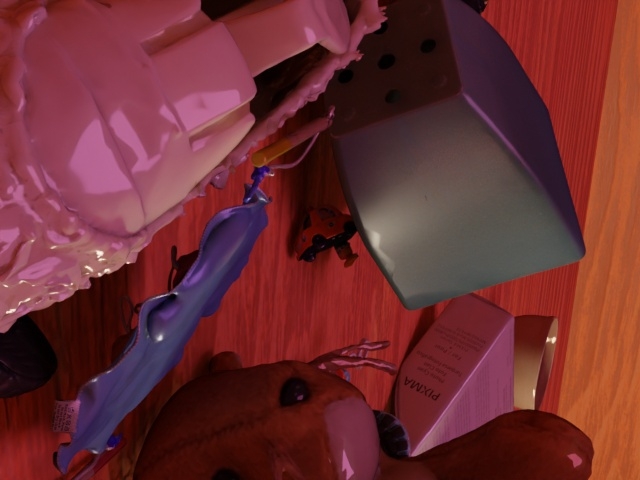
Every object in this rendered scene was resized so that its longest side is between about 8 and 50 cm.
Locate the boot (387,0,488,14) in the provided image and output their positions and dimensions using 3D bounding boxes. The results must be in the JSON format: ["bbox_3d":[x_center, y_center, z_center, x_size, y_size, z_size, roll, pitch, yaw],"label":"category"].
[{"bbox_3d":[0.119,-0.273,1.075,0.236,0.085,0.179,-9,108,-77],"label":"boot"}]

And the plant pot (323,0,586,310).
[{"bbox_3d":[0.094,-0.083,0.940,0.234,0.165,0.166,49,28,-53],"label":"plant pot"}]

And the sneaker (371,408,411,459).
[{"bbox_3d":[0.046,0.318,1.185,0.122,0.110,0.283,40,63,-73],"label":"sneaker"}]

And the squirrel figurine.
[{"bbox_3d":[0.028,0.247,0.800,0.397,0.370,0.281,-55,-173,52],"label":"squirrel figurine"}]

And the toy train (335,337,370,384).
[{"bbox_3d":[0.002,0.172,1.068,0.125,0.046,0.166,-43,144,-61],"label":"toy train"}]

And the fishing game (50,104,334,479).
[{"bbox_3d":[-0.088,0.043,0.609,0.264,0.041,0.189,-56,176,23],"label":"fishing game"}]

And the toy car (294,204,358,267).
[{"bbox_3d":[0.000,0.000,0.996,0.041,0.060,0.122,61,-9,13],"label":"toy car"}]

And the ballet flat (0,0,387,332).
[{"bbox_3d":[-0.073,-0.083,0.541,0.409,0.146,0.147,-49,146,-59],"label":"ballet flat"}]

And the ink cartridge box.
[{"bbox_3d":[0.116,0.296,1.468,0.385,0.091,0.308,-47,148,-28],"label":"ink cartridge box"}]

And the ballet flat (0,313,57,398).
[{"bbox_3d":[-0.172,0.051,0.499,0.049,0.057,0.173,-41,164,13],"label":"ballet flat"}]

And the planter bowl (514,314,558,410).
[{"bbox_3d":[0.316,0.193,1.889,0.162,0.109,0.162,11,90,-72],"label":"planter bowl"}]
